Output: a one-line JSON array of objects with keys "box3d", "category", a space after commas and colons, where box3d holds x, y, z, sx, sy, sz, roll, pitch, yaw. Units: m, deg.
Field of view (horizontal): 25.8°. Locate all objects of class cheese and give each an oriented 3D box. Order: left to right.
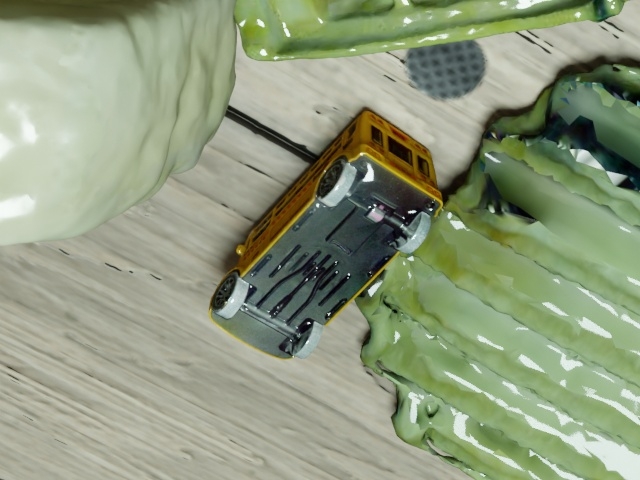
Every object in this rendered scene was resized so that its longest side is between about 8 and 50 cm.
[{"box3d": [-0.204, -0.097, 0.671, 0.326, 0.318, 0.115, -2, 113, -29], "category": "cheese"}]

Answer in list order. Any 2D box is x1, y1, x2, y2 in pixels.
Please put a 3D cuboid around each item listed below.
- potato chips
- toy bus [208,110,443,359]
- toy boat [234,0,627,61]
[{"box3d": [0.231, 0.091, 0.867, 0.429, 0.070, 0.358, 28, 133, 5], "category": "potato chips"}, {"box3d": [0.000, 0.000, 0.863, 0.069, 0.074, 0.162, 31, 122, -22], "category": "toy bus"}, {"box3d": [0.081, -0.166, 0.731, 0.276, 0.084, 0.111, -8, 126, 18], "category": "toy boat"}]
